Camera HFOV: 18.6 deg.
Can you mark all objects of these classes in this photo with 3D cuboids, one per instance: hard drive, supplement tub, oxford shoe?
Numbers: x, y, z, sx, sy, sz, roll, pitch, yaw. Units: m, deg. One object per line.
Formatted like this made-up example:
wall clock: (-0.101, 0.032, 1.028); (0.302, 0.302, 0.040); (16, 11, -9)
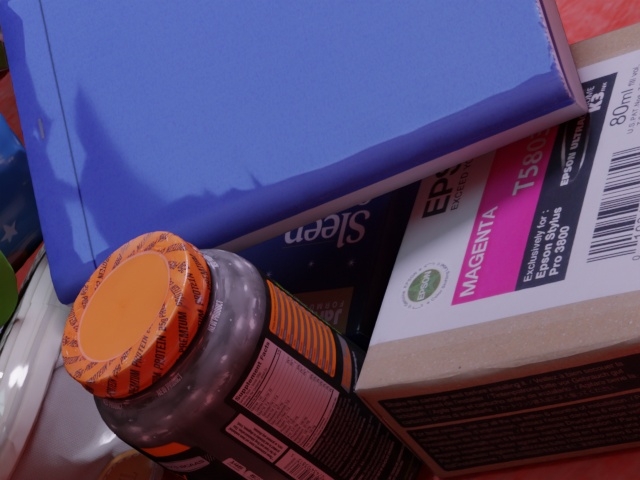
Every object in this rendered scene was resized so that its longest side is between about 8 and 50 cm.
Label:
hard drive: (-0.028, -0.111, 1.112); (0.319, 0.040, 0.210); (-21, 69, 19)
supplement tub: (-0.041, 0.082, 1.053); (0.117, 0.190, 0.117); (-30, 39, 28)
oxford shoe: (-0.135, 0.052, 1.278); (0.169, 0.130, 0.449); (-60, 10, 27)

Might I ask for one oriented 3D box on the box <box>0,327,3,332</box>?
box: (-0.319, 0.173, 1.333); (0.262, 0.127, 0.231); (-39, 32, 10)

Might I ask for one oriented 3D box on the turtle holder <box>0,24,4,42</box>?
turtle holder: (-0.179, -0.252, 1.568); (0.243, 0.227, 0.320); (-46, 31, -3)

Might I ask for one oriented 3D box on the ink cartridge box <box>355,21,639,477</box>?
ink cartridge box: (0.141, -0.001, 1.048); (0.193, 0.088, 0.234); (-15, 43, 37)

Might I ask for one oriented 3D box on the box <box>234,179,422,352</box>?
box: (0.000, 0.000, 1.213); (0.136, 0.036, 0.225); (-8, 60, 42)

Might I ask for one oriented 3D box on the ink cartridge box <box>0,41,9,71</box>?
ink cartridge box: (-0.334, -0.221, 1.855); (0.255, 0.097, 0.189); (-19, 22, -25)

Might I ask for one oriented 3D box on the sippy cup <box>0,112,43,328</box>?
sippy cup: (-0.300, -0.006, 1.224); (0.224, 0.240, 0.305); (-40, 70, -22)
